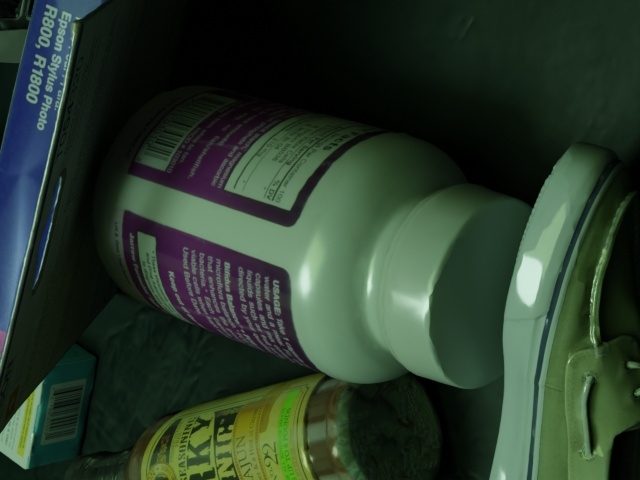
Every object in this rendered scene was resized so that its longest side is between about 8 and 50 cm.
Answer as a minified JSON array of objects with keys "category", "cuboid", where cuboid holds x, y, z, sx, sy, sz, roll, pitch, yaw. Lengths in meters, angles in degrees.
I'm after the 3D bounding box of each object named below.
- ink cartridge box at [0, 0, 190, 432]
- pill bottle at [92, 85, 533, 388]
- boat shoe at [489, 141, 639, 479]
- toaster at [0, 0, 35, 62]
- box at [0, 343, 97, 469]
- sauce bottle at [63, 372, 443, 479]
[{"category":"ink cartridge box","cuboid":[-0.185,-0.054,1.286,0.071,0.330,0.324,19,111,5]},{"category":"pill bottle","cuboid":[0.000,0.000,1.208,0.301,0.169,0.169,18,108,41]},{"category":"boat shoe","cuboid":[0.171,0.087,1.120,0.094,0.109,0.302,16,116,25]},{"category":"toaster","cuboid":[-0.228,-0.226,1.393,0.110,0.168,0.186,32,116,35]},{"category":"box","cuboid":[-0.303,0.102,1.582,0.244,0.060,0.100,28,114,38]},{"category":"sauce bottle","cuboid":[-0.066,0.172,1.335,0.344,0.111,0.111,-20,82,43]}]
